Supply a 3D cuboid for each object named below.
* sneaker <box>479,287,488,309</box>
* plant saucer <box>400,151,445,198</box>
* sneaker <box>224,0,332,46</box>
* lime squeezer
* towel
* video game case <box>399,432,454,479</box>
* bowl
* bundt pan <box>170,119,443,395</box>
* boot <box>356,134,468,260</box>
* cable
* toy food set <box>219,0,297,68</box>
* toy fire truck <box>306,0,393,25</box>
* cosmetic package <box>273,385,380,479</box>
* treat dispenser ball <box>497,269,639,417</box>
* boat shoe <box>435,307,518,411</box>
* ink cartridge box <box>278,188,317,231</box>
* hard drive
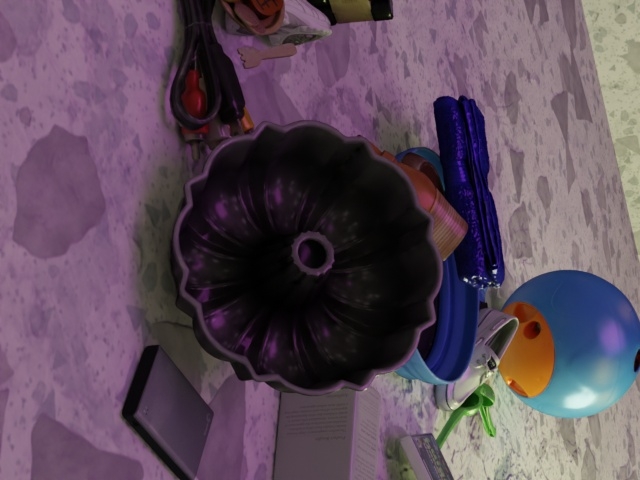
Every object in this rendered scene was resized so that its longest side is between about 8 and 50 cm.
[{"bbox_3d":[0.286,0.100,2.378,0.152,0.058,0.084,-16,100,-68],"label":"sneaker"},{"bbox_3d":[0.164,-0.058,2.020,0.168,0.029,0.168,29,57,-59],"label":"plant saucer"},{"bbox_3d":[-0.054,-0.331,1.747,0.232,0.090,0.115,3,77,-65],"label":"sneaker"},{"bbox_3d":[0.263,0.308,2.298,0.310,0.059,0.110,6,110,-65],"label":"lime squeezer"},{"bbox_3d":[0.260,-0.078,2.137,0.227,0.076,0.308,17,65,-72],"label":"towel"},{"bbox_3d":[0.192,0.395,2.031,0.190,0.022,0.173,64,12,14],"label":"video game case"},{"bbox_3d":[0.162,0.044,2.108,0.391,0.077,0.391,31,55,-59],"label":"bowl"},{"bbox_3d":[-0.028,0.032,1.508,0.331,0.124,0.331,7,70,-19],"label":"bundt pan"},{"bbox_3d":[0.054,0.010,1.832,0.220,0.283,0.109,39,3,-19],"label":"boot"},{"bbox_3d":[-0.157,-0.231,1.571,0.139,0.072,0.287,-8,78,-48],"label":"cable"},{"bbox_3d":[-0.086,-0.316,1.602,0.132,0.038,0.192,-23,90,-51],"label":"toy food set"},{"bbox_3d":[0.014,-0.459,1.878,0.217,0.158,0.246,52,35,-75],"label":"toy fire truck"},{"bbox_3d":[0.007,0.299,1.662,0.085,0.117,0.231,40,49,-53],"label":"cosmetic package"},{"bbox_3d":[0.480,0.200,2.487,0.288,0.288,0.288,29,57,-60],"label":"treat dispenser ball"},{"bbox_3d":[0.277,0.205,2.250,0.083,0.076,0.226,57,51,-36],"label":"boat shoe"},{"bbox_3d":[0.000,0.000,1.667,0.172,0.100,0.237,12,69,-28],"label":"ink cartridge box"},{"bbox_3d":[-0.168,0.194,1.430,0.135,0.022,0.094,59,34,-41],"label":"hard drive"}]
